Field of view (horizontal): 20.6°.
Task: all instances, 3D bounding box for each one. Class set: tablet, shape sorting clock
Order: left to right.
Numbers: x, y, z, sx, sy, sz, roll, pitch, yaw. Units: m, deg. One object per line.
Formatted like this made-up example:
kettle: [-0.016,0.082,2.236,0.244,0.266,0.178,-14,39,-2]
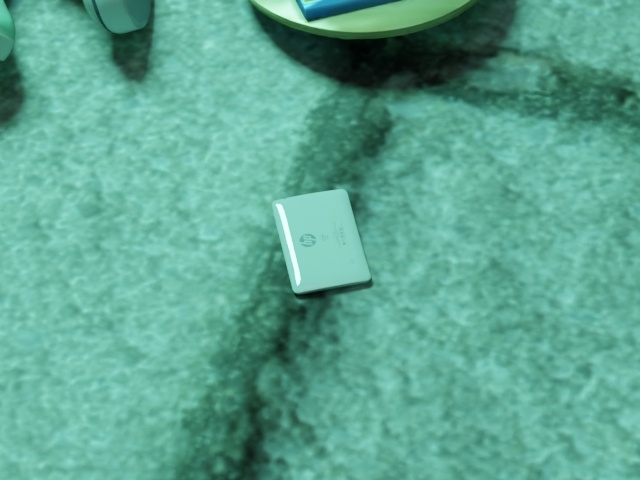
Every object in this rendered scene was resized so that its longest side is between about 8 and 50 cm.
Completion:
tablet: [0.000,0.000,1.207,0.054,0.006,0.083,-10,51,-6]
shape sorting clock: [0.035,-0.218,1.359,0.206,0.040,0.206,-1,47,1]

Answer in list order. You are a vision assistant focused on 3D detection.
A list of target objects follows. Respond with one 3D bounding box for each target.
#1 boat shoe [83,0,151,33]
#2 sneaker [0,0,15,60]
boat shoe: [-0.190,-0.259,1.369,0.084,0.095,0.258,-17,56,8]
sneaker: [-0.268,-0.256,1.323,0.151,0.094,0.256,-46,53,15]
